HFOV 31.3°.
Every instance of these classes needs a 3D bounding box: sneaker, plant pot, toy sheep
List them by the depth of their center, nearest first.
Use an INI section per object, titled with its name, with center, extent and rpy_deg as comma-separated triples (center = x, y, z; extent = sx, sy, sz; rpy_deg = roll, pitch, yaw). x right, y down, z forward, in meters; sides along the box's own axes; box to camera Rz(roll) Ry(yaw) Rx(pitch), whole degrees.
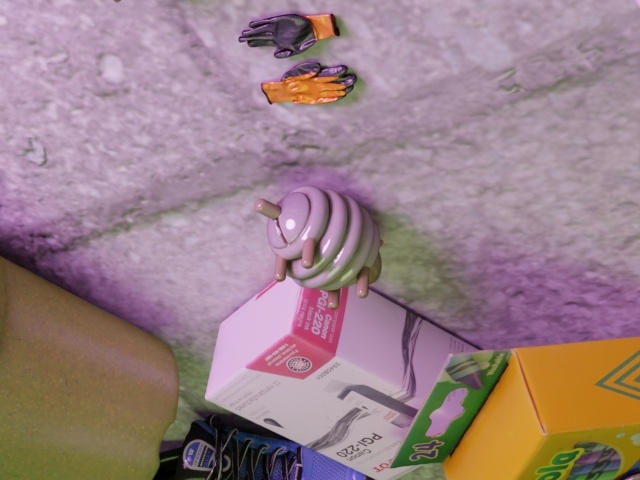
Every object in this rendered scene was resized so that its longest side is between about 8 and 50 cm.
[toy sheep]
center = 0.000, 0.000, 0.917
extent = 0.091, 0.091, 0.132
rpy_deg = -24, 138, 36
[plant pot]
center = -0.281, 0.140, 1.049
extent = 0.254, 0.276, 0.276
rpy_deg = 24, 141, -32
[sneaker]
center = -0.080, 0.266, 1.223
extent = 0.330, 0.129, 0.147
rpy_deg = -16, 133, 35

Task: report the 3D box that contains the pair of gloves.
[pair of gloves]
center = -0.016, -0.130, 0.826
extent = 0.074, 0.010, 0.083
rpy_deg = -4, 138, 19

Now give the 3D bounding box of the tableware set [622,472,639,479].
[tableware set]
center = 0.249, 0.246, 1.001
extent = 0.169, 0.020, 0.141
rpy_deg = -25, 146, 14

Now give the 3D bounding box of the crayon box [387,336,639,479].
[crayon box]
center = 0.241, 0.167, 0.976
extent = 0.323, 0.083, 0.203
rpy_deg = -3, 144, -16

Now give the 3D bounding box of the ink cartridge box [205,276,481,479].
[ink cartridge box]
center = 0.027, 0.127, 1.063
extent = 0.218, 0.092, 0.158
rpy_deg = 28, 138, -22

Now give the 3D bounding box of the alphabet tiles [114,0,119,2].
[alphabet tiles]
center = -0.150, -0.284, 0.641
extent = 0.342, 0.011, 0.285
rpy_deg = -22, 125, 41

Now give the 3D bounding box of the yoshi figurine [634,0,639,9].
[yoshi figurine]
center = 0.223, -0.225, 0.565
extent = 0.203, 0.203, 0.362
rpy_deg = -21, 127, -13
